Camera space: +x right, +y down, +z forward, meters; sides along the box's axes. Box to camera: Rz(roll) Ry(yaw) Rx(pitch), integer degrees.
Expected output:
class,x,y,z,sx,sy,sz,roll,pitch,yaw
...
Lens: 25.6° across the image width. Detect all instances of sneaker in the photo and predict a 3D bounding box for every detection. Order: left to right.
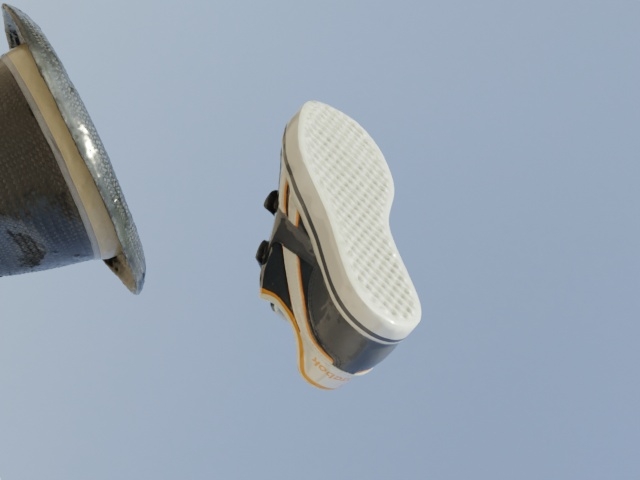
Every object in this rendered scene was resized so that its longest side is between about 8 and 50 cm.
class,x,y,z,sx,sy,sz,roll,pitch,yaw
sneaker,0.000,0.000,1.341,0.127,0.126,0.321,-49,-149,30

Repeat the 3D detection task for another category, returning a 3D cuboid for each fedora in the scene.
class,x,y,z,sx,sy,sz,roll,pitch,yaw
fedora,-0.289,-0.059,1.328,0.334,0.152,0.334,59,-13,22
